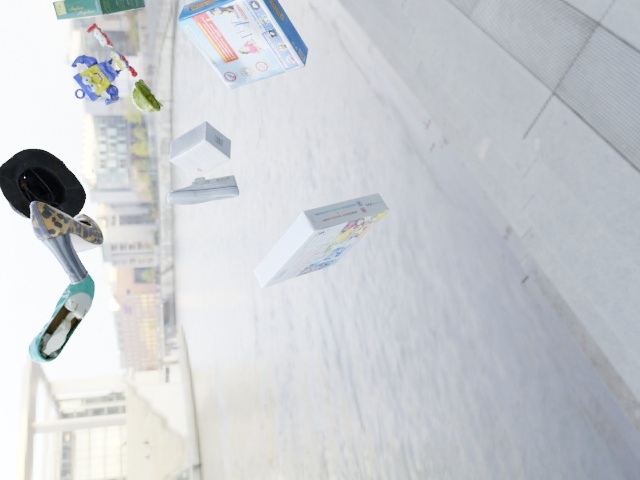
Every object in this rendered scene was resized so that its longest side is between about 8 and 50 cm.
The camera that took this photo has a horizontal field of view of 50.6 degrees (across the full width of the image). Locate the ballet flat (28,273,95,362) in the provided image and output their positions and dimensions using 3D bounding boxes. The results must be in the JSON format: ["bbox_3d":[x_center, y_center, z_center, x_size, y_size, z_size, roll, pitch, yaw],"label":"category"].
[{"bbox_3d":[-0.623,0.197,1.671,0.087,0.083,0.247,12,67,48],"label":"ballet flat"}]

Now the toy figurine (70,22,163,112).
[{"bbox_3d":[-0.753,-0.547,2.386,0.362,0.217,0.191,53,180,-13],"label":"toy figurine"}]

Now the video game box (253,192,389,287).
[{"bbox_3d":[0.000,0.000,1.228,0.205,0.187,0.048,-47,65,45],"label":"video game box"}]

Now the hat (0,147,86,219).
[{"bbox_3d":[-1.011,-0.162,2.413,0.134,0.331,0.331,-35,50,31],"label":"hat"}]

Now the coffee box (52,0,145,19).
[{"bbox_3d":[-0.466,-0.500,1.437,0.184,0.113,0.040,-60,-33,-63],"label":"coffee box"}]

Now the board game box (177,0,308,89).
[{"bbox_3d":[-0.244,-0.657,2.179,0.308,0.302,0.086,51,-141,-45],"label":"board game box"}]

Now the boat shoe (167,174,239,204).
[{"bbox_3d":[-0.371,-0.162,2.132,0.083,0.226,0.075,143,118,-64],"label":"boat shoe"}]

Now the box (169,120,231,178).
[{"bbox_3d":[-0.413,-0.310,2.331,0.130,0.170,0.091,37,-141,-45],"label":"box"}]

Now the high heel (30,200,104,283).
[{"bbox_3d":[-0.539,-0.048,1.429,0.261,0.093,0.186,-115,5,-58],"label":"high heel"}]
